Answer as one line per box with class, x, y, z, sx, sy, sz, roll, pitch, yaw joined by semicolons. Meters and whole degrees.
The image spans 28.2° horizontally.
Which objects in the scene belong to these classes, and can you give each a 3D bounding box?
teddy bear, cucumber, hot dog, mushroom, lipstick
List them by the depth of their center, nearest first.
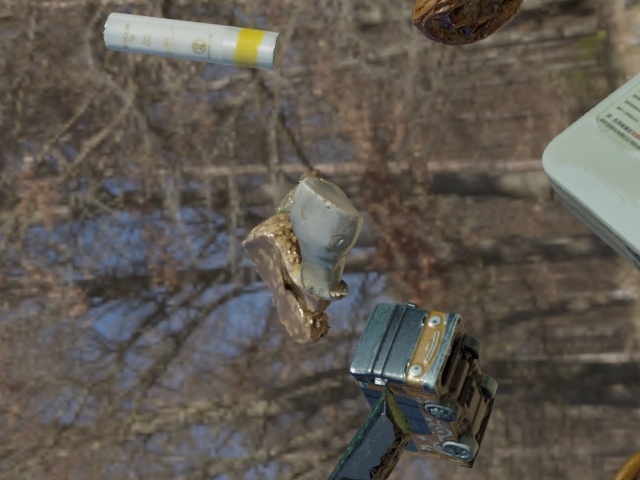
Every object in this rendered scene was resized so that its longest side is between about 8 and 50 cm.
cucumber;0.057;0.302;1.697;0.220;0.070;0.046;-59;-10;20
mushroom;0.000;0.000;1.867;0.093;0.116;0.225;-28;-31;-34
lipstick;-0.189;-0.297;1.893;0.059;0.264;0.059;9;-90;-80
hot dog;0.260;-0.420;2.153;0.099;0.227;0.160;55;-175;39
teddy bear;-0.019;0.032;2.497;0.223;0.296;0.246;-24;-31;-30

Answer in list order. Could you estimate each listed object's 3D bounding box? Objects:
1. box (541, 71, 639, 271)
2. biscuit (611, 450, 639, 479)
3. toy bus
box;0.561;-0.114;1.751;0.396;0.397;0.111;50;177;45
biscuit;0.423;0.356;1.651;0.212;0.036;0.212;-14;-66;-33
toy bus;0.157;0.215;1.905;0.138;0.167;0.275;-67;-28;-27
